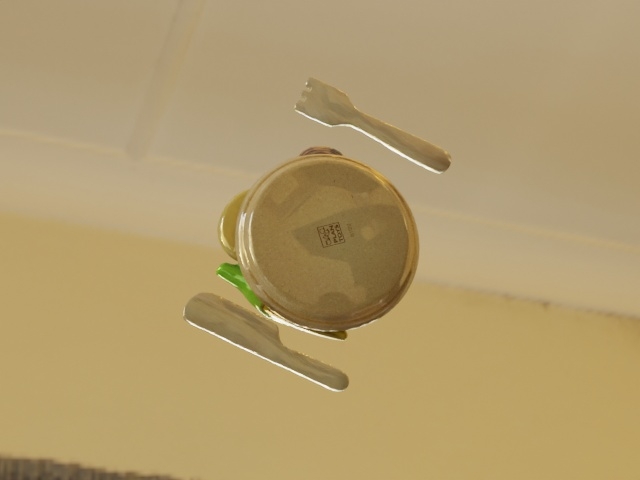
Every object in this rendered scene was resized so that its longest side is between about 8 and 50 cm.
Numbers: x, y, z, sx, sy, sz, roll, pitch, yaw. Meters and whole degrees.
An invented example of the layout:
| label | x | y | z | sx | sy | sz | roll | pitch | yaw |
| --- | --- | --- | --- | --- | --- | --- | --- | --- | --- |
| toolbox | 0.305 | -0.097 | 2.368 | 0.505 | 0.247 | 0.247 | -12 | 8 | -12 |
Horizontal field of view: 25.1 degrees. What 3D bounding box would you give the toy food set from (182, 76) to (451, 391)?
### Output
| label | x | y | z | sx | sy | sz | roll | pitch | yaw |
| --- | --- | --- | --- | --- | --- | --- | --- | --- | --- |
| toy food set | 0.000 | 0.000 | 0.951 | 0.132 | 0.192 | 0.038 | 28 | -21 | 0 |
